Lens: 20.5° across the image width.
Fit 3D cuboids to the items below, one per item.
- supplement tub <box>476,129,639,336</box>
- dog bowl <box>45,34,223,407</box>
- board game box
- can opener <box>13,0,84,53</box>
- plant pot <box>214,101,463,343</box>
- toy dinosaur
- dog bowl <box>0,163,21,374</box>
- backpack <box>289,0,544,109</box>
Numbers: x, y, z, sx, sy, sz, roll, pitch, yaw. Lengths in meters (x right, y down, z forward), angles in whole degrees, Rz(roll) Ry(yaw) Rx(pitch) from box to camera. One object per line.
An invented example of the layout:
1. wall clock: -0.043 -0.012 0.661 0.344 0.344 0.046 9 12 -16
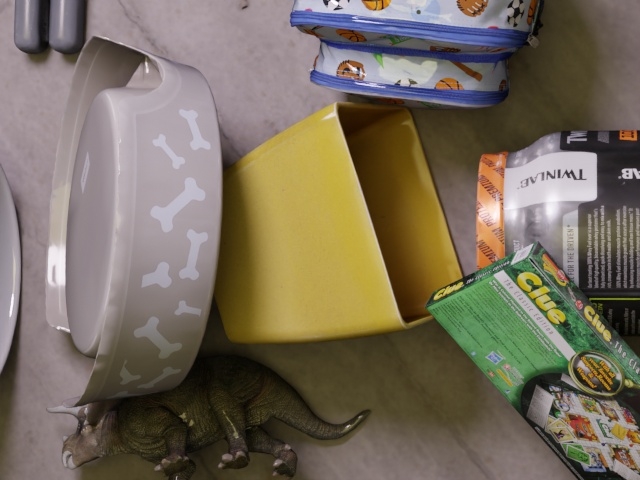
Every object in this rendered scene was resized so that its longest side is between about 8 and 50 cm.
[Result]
1. supplement tub: 0.306 -0.007 1.636 0.316 0.193 0.194 0 89 9
2. dog bowl: -0.178 -0.015 1.656 0.102 0.349 0.349 5 90 -18
3. board game box: 0.225 0.123 1.606 0.260 0.030 0.136 49 136 -14
4. can opener: -0.278 -0.333 1.785 0.076 0.095 0.283 2 89 10
5. plant pot: 0.000 0.000 1.691 0.187 0.212 0.212 -19 86 22
6. toy dinosaur: -0.112 0.168 1.738 0.313 0.121 0.160 -16 54 -4
7. dog bowl: -0.385 0.031 1.715 0.104 0.265 0.265 0 90 12
8. backpack: 0.084 -0.226 1.639 0.276 0.263 0.213 1 90 9
